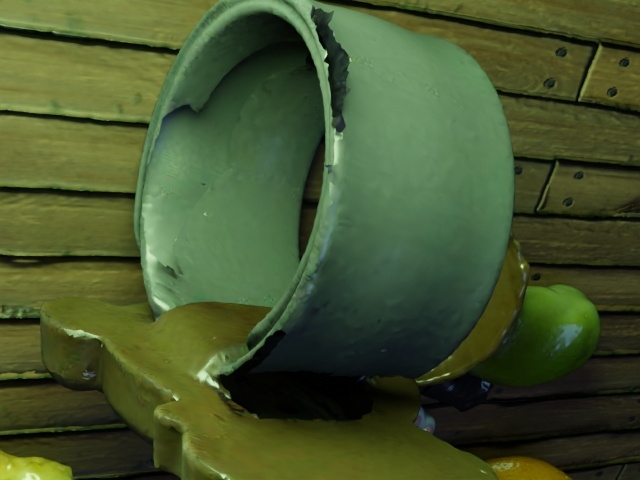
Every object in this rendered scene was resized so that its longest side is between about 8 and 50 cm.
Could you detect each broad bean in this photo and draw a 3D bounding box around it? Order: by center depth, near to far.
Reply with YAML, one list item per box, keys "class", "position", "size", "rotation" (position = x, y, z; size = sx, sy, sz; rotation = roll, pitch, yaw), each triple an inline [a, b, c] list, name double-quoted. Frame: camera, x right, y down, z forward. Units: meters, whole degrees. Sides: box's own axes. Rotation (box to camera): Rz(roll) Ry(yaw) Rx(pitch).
- class: "broad bean"
  position: [0.223, 0.101, 1.059]
  size: [0.175, 0.082, 0.124]
  rotation: [-2, 118, -16]

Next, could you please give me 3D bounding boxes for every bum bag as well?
- class: "bum bag"
  position: [0.140, 0.158, 1.072]
  size: [0.124, 0.034, 0.058]
  rotation: [24, 120, -37]

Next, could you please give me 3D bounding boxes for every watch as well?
- class: "watch"
  position: [0.000, 0.000, 0.692]
  size: [0.314, 0.335, 0.326]
  rotation: [7, 106, -32]

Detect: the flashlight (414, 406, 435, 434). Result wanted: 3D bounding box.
- class: "flashlight"
  position: [0.034, 0.223, 1.049]
  size: [0.201, 0.047, 0.093]
  rotation: [-6, 122, -26]

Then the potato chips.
- class: "potato chips"
  position: [0.120, 0.055, 0.972]
  size: [0.150, 0.049, 0.201]
  rotation: [16, 115, -6]

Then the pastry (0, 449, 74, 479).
- class: "pastry"
  position: [-0.289, 0.388, 0.820]
  size: [0.337, 0.292, 0.405]
  rotation: [-31, 125, -7]

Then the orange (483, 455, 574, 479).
- class: "orange"
  position: [0.223, 0.371, 1.134]
  size: [0.240, 0.240, 0.171]
  rotation: [-43, 172, 3]

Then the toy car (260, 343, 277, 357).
- class: "toy car"
  position: [-0.082, 0.146, 0.920]
  size: [0.080, 0.070, 0.170]
  rotation: [-17, 125, -19]
